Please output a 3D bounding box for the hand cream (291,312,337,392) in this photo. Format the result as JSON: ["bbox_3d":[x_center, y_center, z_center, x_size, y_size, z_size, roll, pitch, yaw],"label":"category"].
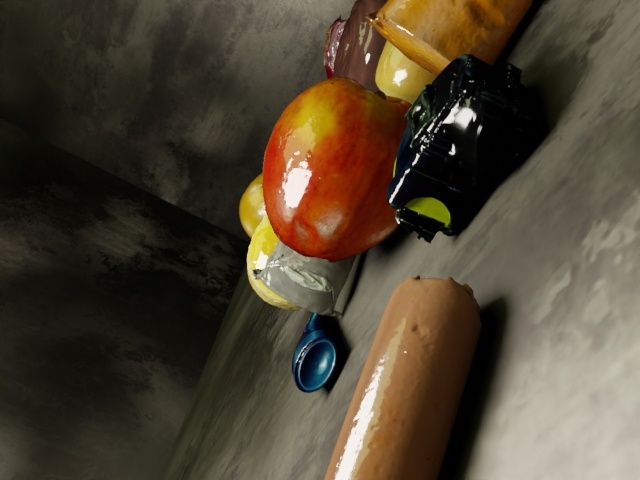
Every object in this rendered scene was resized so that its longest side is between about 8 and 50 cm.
[{"bbox_3d":[-0.011,0.172,0.899,0.270,0.061,0.120,-133,66,-88],"label":"hand cream"}]

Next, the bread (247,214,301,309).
[{"bbox_3d":[-0.046,0.036,1.039,0.170,0.197,0.197,124,170,-69],"label":"bread"}]

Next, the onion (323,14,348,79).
[{"bbox_3d":[0.122,-0.500,1.523,0.207,0.216,0.206,-60,-16,-71],"label":"onion"}]

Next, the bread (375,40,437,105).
[{"bbox_3d":[0.181,-0.335,0.929,0.098,0.147,0.217,14,-79,-62],"label":"bread"}]

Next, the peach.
[{"bbox_3d":[0.033,-0.100,0.817,0.281,0.238,0.281,-159,90,-84],"label":"peach"}]

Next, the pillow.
[{"bbox_3d":[0.000,0.000,0.930,0.255,0.169,0.059,-67,5,-33],"label":"pillow"}]

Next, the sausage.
[{"bbox_3d":[0.060,0.161,0.444,0.289,0.086,0.086,-67,11,-18],"label":"sausage"}]

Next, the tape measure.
[{"bbox_3d":[0.153,-0.120,0.636,0.199,0.112,0.186,-54,11,35],"label":"tape measure"}]

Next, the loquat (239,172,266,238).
[{"bbox_3d":[-0.083,-0.072,1.359,0.235,0.235,0.235,-60,11,19],"label":"loquat"}]

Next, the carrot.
[{"bbox_3d":[0.215,-0.363,0.761,0.254,0.196,0.196,-54,12,15],"label":"carrot"}]

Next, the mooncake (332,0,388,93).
[{"bbox_3d":[0.123,-0.410,1.272,0.326,0.174,0.334,-93,21,-53],"label":"mooncake"}]
